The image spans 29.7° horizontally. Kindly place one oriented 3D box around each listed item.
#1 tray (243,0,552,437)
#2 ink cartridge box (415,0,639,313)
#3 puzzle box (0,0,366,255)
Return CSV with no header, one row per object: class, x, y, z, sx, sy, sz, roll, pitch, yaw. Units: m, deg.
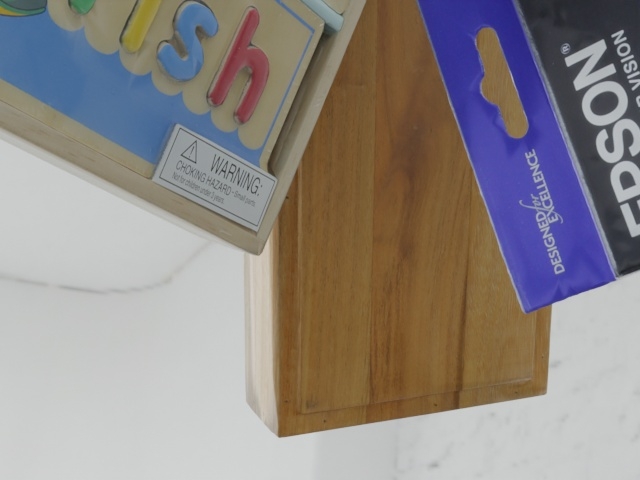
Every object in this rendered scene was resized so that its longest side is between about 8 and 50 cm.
tray,0.056,-0.088,0.776,0.203,0.411,0.076,-6,16,-21
ink cartridge box,0.131,-0.096,0.486,0.208,0.206,0.045,-25,-12,31
puzzle box,-0.107,-0.181,0.500,0.052,0.272,0.409,17,-7,38
